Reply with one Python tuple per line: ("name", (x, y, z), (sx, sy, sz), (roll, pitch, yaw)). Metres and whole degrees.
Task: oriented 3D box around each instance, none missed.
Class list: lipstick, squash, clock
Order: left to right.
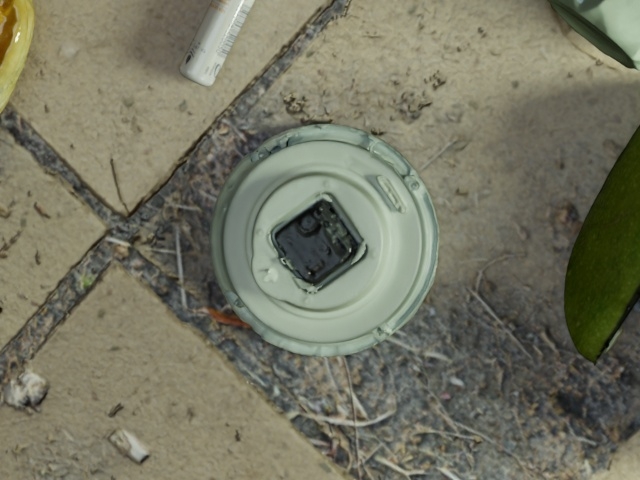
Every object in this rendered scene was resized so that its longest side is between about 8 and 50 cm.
("lipstick", (-0.096, -0.223, 1.603), (0.040, 0.040, 0.141), (27, 97, 9))
("clock", (0.000, 0.000, 1.586), (0.236, 0.053, 0.236), (0, 92, 9))
("squash", (0.308, -0.021, 1.544), (0.093, 0.169, 0.252), (32, 131, 11))

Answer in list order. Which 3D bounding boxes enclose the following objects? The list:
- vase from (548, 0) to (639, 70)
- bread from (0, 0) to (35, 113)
("vase", (0.363, -0.330, 1.465), (0.165, 0.165, 0.360), (40, 94, 7))
("bread", (-0.410, -0.224, 1.621), (0.236, 0.120, 0.198), (22, 94, 9))
